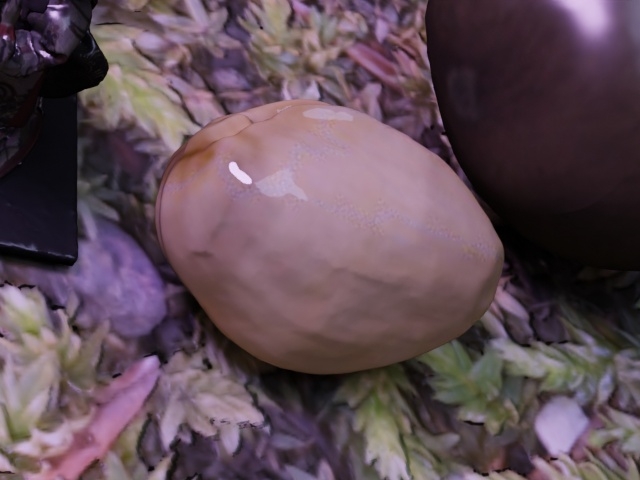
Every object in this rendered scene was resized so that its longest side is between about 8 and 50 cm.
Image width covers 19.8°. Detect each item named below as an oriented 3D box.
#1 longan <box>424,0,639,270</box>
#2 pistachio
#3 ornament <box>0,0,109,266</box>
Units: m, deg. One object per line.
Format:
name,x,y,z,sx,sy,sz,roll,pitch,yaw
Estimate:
longan,0.175,-0.102,1.120,0.248,0.248,0.248,17,52,-23
pistachio,0.000,0.000,1.013,0.200,0.117,0.145,21,89,-29
ornament,-0.160,-0.116,0.926,0.153,0.196,0.166,13,53,-27
